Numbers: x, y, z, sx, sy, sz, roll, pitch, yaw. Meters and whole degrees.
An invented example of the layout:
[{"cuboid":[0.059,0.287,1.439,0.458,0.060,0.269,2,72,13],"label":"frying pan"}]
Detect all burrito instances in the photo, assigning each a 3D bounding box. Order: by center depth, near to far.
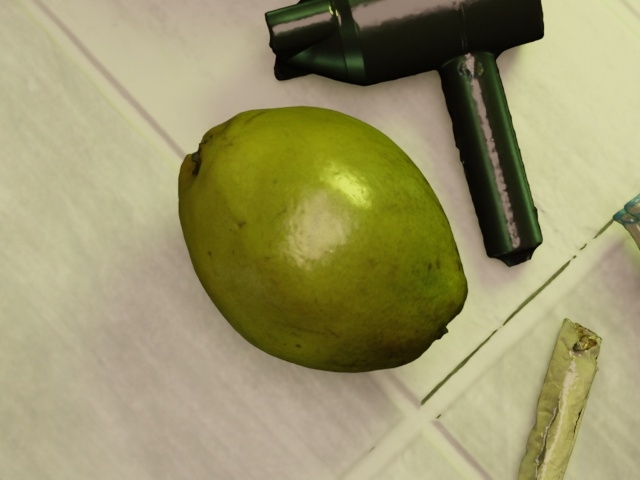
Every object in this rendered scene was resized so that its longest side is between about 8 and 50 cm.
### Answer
[{"cuboid":[0.210,0.162,1.386,0.045,0.041,0.186,25,80,-38],"label":"burrito"}]

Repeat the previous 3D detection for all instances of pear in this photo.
[{"cuboid":[0.000,0.000,1.327,0.269,0.212,0.212,37,84,-6],"label":"pear"}]

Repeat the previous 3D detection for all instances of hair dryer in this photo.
[{"cuboid":[0.095,-0.111,1.399,0.244,0.116,0.303,-16,89,1],"label":"hair dryer"}]

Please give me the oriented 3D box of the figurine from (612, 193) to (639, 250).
[{"cuboid":[0.354,0.061,1.341,0.102,0.205,0.260,-26,79,-27],"label":"figurine"}]
